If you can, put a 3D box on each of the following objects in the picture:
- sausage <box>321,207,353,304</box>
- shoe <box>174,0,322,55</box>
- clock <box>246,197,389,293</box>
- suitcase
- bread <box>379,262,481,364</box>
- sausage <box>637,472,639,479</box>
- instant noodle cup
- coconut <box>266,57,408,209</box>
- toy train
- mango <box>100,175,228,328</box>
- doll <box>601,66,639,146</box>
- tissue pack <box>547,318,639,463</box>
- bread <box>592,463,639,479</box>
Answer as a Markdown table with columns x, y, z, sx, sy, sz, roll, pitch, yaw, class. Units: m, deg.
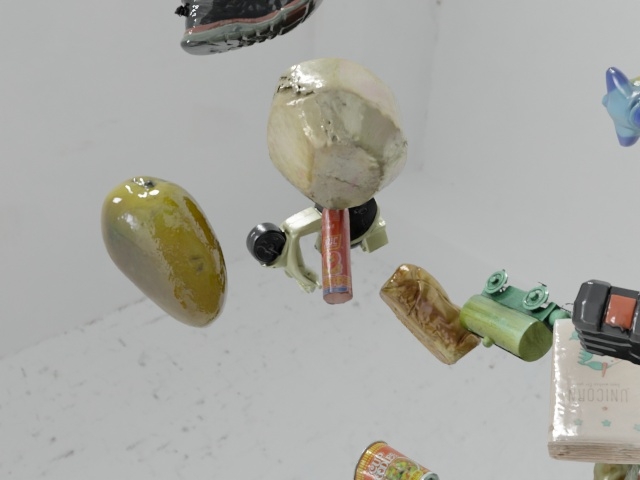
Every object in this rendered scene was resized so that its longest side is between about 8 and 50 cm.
| x | y | z | sx | sy | sz | roll | pitch | yaw | class |
| --- | --- | --- | --- | --- | --- | --- | --- | --- | --- |
| 0.039 | 0.015 | 1.713 | 0.074 | 0.074 | 0.274 | 37 | -134 | -52 | sausage |
| -0.134 | -0.443 | 1.322 | 0.291 | 0.114 | 0.137 | -17 | -89 | -3 | shoe |
| 0.000 | 0.000 | 1.957 | 0.379 | 0.120 | 0.276 | -29 | -51 | -8 | clock |
| 0.459 | 0.125 | 0.858 | 0.206 | 0.286 | 0.066 | 37 | -112 | -61 | suitcase |
| 0.291 | 0.195 | 1.894 | 0.132 | 0.294 | 0.167 | -44 | -7 | -17 | bread |
| 0.664 | 0.507 | 1.578 | 0.043 | 0.186 | 0.043 | -52 | 5 | 7 | sausage |
| 0.235 | 0.721 | 2.113 | 0.193 | 0.212 | 0.193 | -13 | -72 | -46 | instant noodle cup |
| 0.036 | -0.262 | 1.663 | 0.353 | 0.353 | 0.352 | -27 | -47 | -34 | coconut |
| 0.462 | 0.187 | 1.672 | 0.126 | 0.307 | 0.189 | 33 | -93 | -22 | toy train |
| -0.332 | 0.029 | 1.532 | 0.182 | 0.253 | 0.364 | -29 | -89 | -46 | mango |
| 0.813 | -0.321 | 1.654 | 0.376 | 0.366 | 0.187 | 1 | -91 | -50 | doll |
| 0.522 | 0.274 | 1.336 | 0.325 | 0.170 | 0.071 | -64 | -36 | -50 | tissue pack |
| 0.548 | 0.488 | 1.338 | 0.128 | 0.088 | 0.231 | 32 | -105 | -47 | bread |
